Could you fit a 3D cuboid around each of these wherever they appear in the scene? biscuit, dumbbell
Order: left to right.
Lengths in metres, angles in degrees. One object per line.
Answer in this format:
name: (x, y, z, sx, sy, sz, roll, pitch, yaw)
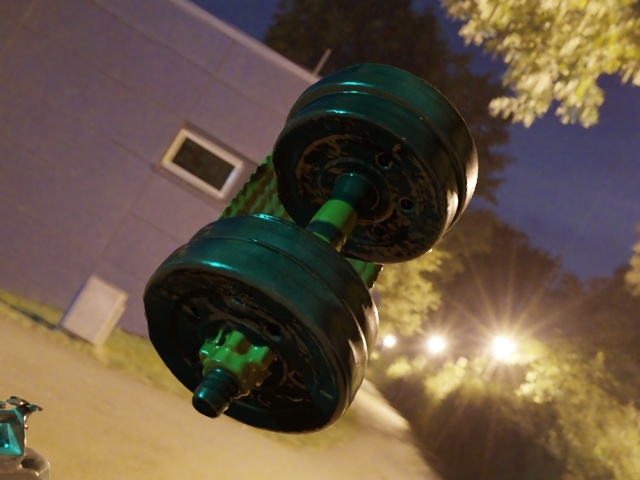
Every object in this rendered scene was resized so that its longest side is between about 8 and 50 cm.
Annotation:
biscuit: (-0.012, -0.008, 1.139, 0.172, 0.029, 0.254, 42, 37, -7)
dumbbell: (0.000, 0.000, 0.921, 0.185, 0.388, 0.185, 18, -44, 19)

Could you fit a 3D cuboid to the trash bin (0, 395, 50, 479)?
trash bin: (-0.258, 0.325, 0.950, 0.367, 0.296, 0.256, 21, -1, 30)
